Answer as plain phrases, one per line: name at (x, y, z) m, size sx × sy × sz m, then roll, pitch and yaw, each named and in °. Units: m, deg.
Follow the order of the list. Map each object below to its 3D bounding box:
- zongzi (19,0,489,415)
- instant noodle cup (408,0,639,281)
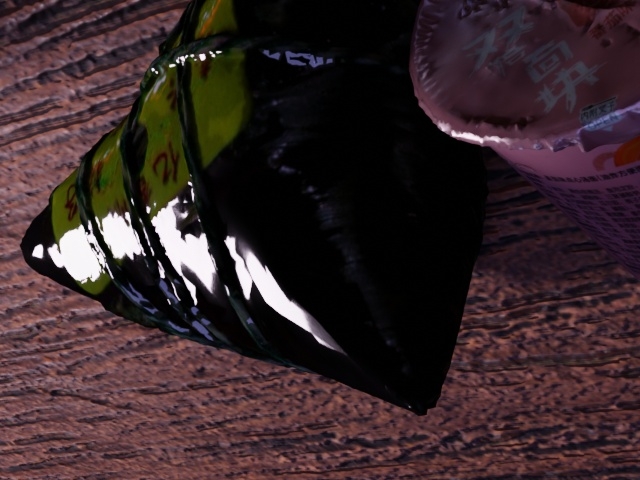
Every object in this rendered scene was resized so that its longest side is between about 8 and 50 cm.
zongzi at (0.000, 0.000, 0.957) m, size 0.319 × 0.362 × 0.383 m, roll 1°, pitch 144°, yaw -14°
instant noodle cup at (0.207, -0.077, 0.840) m, size 0.243 × 0.243 × 0.231 m, roll -15°, pitch 134°, yaw 41°
